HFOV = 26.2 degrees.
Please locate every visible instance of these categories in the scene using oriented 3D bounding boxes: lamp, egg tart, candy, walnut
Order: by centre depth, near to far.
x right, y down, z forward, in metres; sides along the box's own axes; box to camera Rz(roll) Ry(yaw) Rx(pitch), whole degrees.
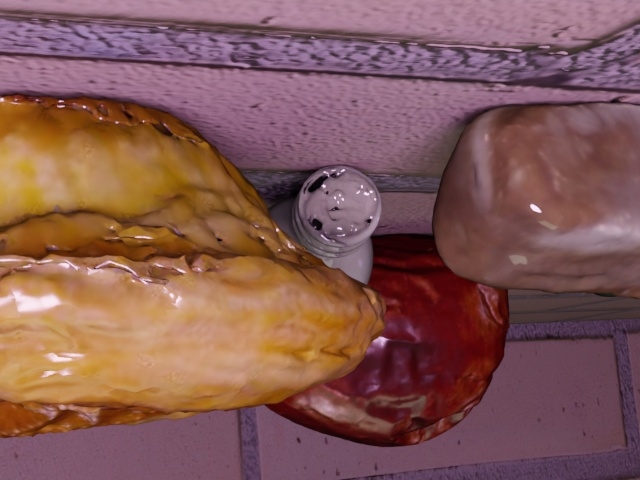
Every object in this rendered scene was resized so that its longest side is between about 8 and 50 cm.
[{"bbox_3d":[-0.182,0.023,0.809,0.443,0.178,0.443,-3,171,0],"label":"egg tart"},{"bbox_3d":[0.186,-0.024,0.878,0.234,0.102,0.104,6,149,-28],"label":"candy"},{"bbox_3d":[0.000,0.000,1.072,0.106,0.106,0.193,-3,163,-13],"label":"lamp"},{"bbox_3d":[0.048,0.090,1.422,0.269,0.221,0.244,13,-172,-21],"label":"walnut"}]

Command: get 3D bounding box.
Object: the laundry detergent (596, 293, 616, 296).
[{"bbox_3d":[0.401,0.046,1.774,0.211,0.063,0.137,1,178,-34],"label":"laundry detergent"}]
